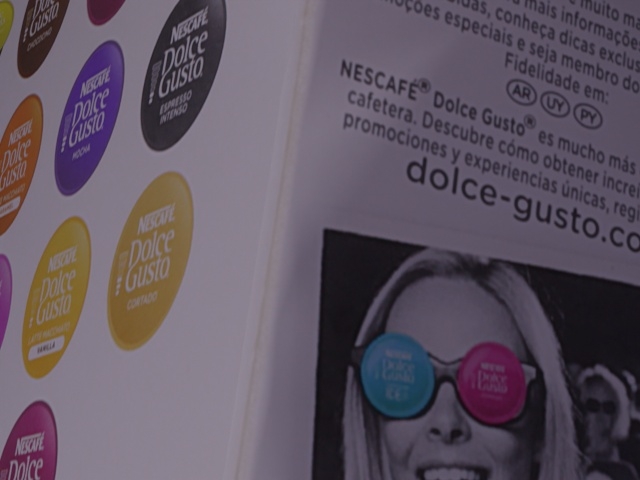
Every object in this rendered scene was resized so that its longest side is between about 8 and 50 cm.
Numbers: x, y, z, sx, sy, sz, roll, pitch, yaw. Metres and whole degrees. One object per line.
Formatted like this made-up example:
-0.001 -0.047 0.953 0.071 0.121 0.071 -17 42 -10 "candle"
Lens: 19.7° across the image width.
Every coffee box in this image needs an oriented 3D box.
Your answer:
0.050 0.049 0.664 0.338 0.334 0.337 16 162 -27 "coffee box"
